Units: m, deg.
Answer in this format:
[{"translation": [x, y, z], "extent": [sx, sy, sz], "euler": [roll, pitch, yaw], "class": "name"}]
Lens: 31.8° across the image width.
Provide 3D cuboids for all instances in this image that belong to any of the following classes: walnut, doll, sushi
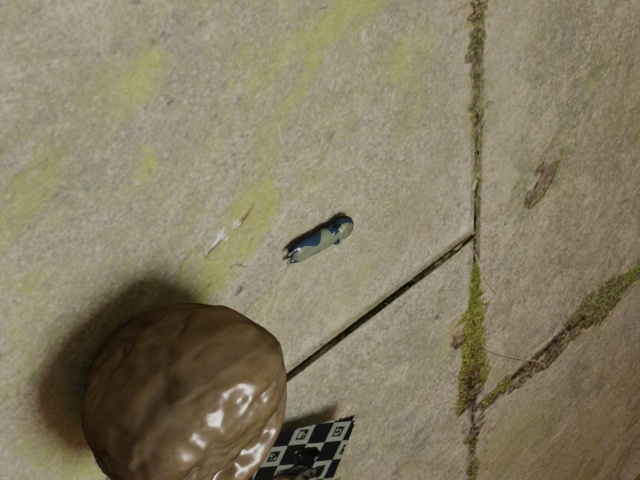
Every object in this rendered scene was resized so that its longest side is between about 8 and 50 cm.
[{"translation": [-0.162, 0.195, 1.377], "extent": [0.273, 0.227, 0.273], "euler": [-29, 140, -28], "class": "walnut"}, {"translation": [0.000, 0.000, 1.586], "extent": [0.125, 0.027, 0.037], "euler": [-31, 145, -31], "class": "doll"}, {"translation": [-0.050, 0.367, 1.812], "extent": [0.193, 0.040, 0.210], "euler": [-6, 125, -39], "class": "sushi"}]
